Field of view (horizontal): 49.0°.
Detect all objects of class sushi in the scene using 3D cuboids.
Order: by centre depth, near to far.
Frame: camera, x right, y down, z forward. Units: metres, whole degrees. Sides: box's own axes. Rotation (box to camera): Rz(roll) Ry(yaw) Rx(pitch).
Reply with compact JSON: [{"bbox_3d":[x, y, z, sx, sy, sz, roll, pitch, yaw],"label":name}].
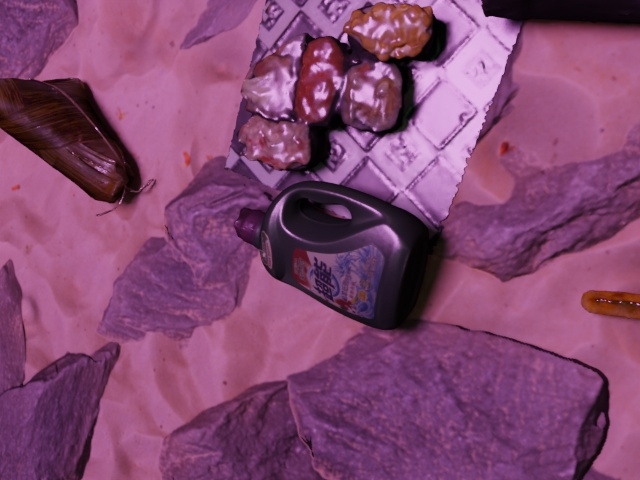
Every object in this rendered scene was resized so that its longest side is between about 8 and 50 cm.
[{"bbox_3d":[0.033,-0.164,0.728,0.292,0.059,0.293,22,103,23],"label":"sushi"}]

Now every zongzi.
[{"bbox_3d":[-0.323,-0.117,0.837,0.084,0.184,0.187,-44,75,23],"label":"zongzi"}]

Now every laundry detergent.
[{"bbox_3d":[0.000,0.000,0.741,0.222,0.078,0.144,24,129,24],"label":"laundry detergent"}]

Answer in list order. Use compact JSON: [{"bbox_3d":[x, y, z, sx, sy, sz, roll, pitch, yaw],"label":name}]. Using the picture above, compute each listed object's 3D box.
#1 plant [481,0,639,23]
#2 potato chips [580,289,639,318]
[{"bbox_3d":[0.198,-0.268,0.583,0.256,0.142,0.164,25,96,17],"label":"plant"},{"bbox_3d":[0.335,0.072,0.616,0.204,0.026,0.037,14,114,24],"label":"potato chips"}]
